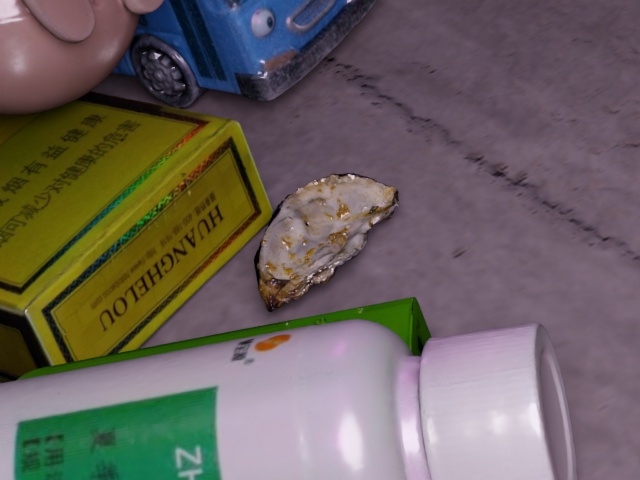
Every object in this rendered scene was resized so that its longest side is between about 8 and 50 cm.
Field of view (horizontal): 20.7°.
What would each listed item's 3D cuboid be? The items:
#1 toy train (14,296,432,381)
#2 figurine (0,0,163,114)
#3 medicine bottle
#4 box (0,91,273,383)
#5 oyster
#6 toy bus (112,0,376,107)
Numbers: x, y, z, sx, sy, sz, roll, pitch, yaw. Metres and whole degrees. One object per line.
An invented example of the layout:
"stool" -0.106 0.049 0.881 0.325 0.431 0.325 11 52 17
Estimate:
"toy train" -0.060 0.064 0.690 0.209 0.042 0.044 -11 36 14
"figurine" -0.142 -0.118 0.797 0.138 0.125 0.125 9 45 39
"medicine bottle" -0.044 0.083 0.612 0.260 0.095 0.095 -13 36 14
"box" -0.151 -0.012 0.820 0.220 0.064 0.141 13 47 41
"oyster" -0.001 0.002 0.761 0.054 0.019 0.083 7 42 32
"toy bus" -0.096 -0.157 0.920 0.234 0.134 0.116 12 47 39
